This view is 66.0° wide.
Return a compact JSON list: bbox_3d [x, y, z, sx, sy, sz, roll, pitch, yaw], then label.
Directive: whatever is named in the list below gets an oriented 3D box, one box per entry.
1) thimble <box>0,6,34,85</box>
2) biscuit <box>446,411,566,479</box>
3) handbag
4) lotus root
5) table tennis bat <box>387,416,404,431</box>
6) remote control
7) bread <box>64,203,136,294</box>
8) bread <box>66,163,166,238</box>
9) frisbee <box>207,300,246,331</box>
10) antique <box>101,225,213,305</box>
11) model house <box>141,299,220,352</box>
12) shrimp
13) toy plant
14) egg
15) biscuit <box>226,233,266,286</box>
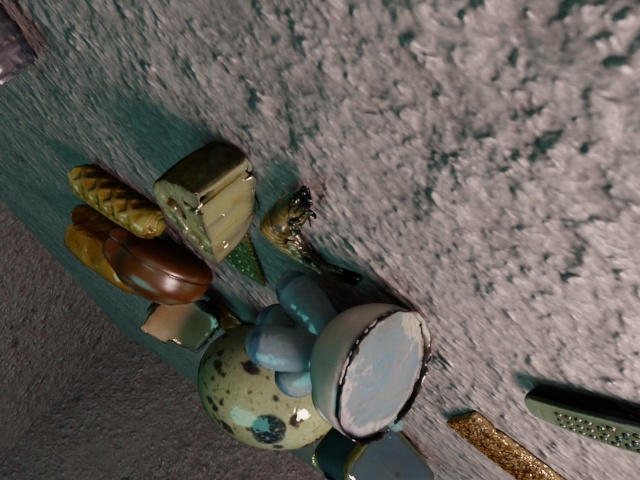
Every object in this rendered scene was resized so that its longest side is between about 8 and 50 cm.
[{"bbox_3d":[-0.646,-0.341,0.887,0.236,0.205,0.172,1,136,49],"label":"thimble"},{"bbox_3d":[0.372,0.430,0.994,0.231,0.025,0.131,37,153,6],"label":"biscuit"},{"bbox_3d":[0.142,0.624,1.360,0.263,0.222,0.241,45,157,-10],"label":"handbag"},{"bbox_3d":[-0.192,-0.069,0.835,0.138,0.119,0.235,34,154,9],"label":"lotus root"},{"bbox_3d":[0.127,0.390,1.204,0.244,0.040,0.153,49,169,-24],"label":"table tennis bat"},{"bbox_3d":[0.396,0.251,0.679,0.222,0.042,0.072,5,138,46],"label":"remote control"},{"bbox_3d":[-0.657,0.037,1.526,0.344,0.149,0.195,27,150,22],"label":"bread"},{"bbox_3d":[-0.490,-0.092,1.197,0.269,0.087,0.098,32,148,12],"label":"bread"},{"bbox_3d":[-0.292,0.263,1.545,0.192,0.035,0.192,29,150,18],"label":"frisbee"},{"bbox_3d":[-0.414,0.067,1.247,0.278,0.129,0.223,30,-176,-15],"label":"antique"},{"bbox_3d":[-0.391,0.205,1.439,0.183,0.166,0.172,38,-170,-19],"label":"model house"},{"bbox_3d":[0.000,0.000,0.791,0.198,0.051,0.262,34,156,-5],"label":"shrimp"},{"bbox_3d":[-0.001,0.184,0.885,0.332,0.247,0.247,16,145,43],"label":"toy plant"},{"bbox_3d":[-0.132,0.365,1.226,0.379,0.287,0.288,20,147,34],"label":"egg"},{"bbox_3d":[-0.192,0.013,1.069,0.144,0.016,0.203,25,149,25],"label":"biscuit"}]
